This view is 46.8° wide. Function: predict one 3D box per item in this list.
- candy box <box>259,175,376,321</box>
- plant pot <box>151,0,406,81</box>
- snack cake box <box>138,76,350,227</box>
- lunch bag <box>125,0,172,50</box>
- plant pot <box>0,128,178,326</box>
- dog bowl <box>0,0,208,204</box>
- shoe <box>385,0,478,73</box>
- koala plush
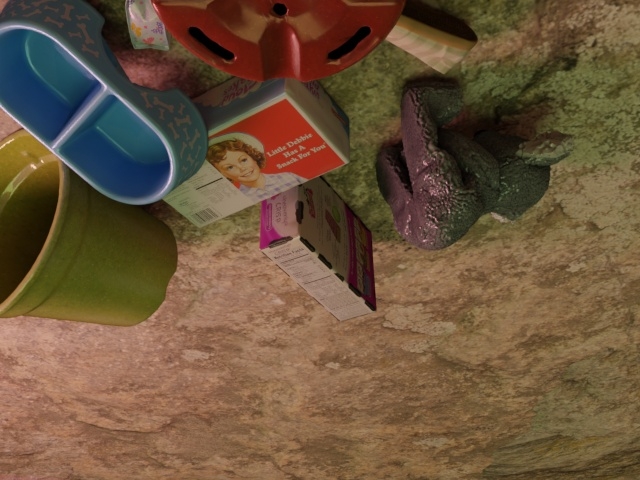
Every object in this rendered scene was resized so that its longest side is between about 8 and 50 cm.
[{"bbox_3d":[0.000,0.000,1.121,0.071,0.159,0.233,-19,139,23],"label":"candy box"},{"bbox_3d":[-0.032,-0.294,0.627,0.272,0.265,0.272,0,144,0],"label":"plant pot"},{"bbox_3d":[-0.109,-0.130,1.002,0.264,0.089,0.152,-21,137,26],"label":"snack cake box"},{"bbox_3d":[-0.188,-0.267,0.828,0.053,0.071,0.083,2,143,0],"label":"lunch bag"},{"bbox_3d":[-0.360,0.014,1.084,0.276,0.276,0.254,-23,149,28],"label":"plant pot"},{"bbox_3d":[-0.275,-0.161,0.890,0.166,0.074,0.297,-35,111,32],"label":"dog bowl"},{"bbox_3d":[0.081,-0.251,0.846,0.219,0.076,0.058,17,135,-25],"label":"shoe"},{"bbox_3d":[0.215,-0.085,0.999,0.221,0.203,0.196,-3,146,-17],"label":"koala plush"}]
